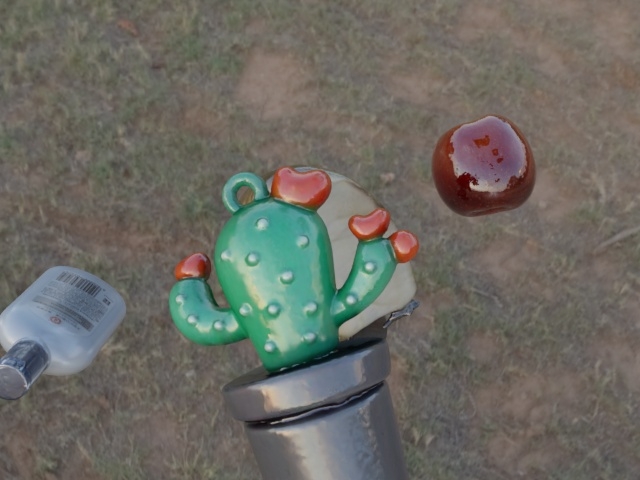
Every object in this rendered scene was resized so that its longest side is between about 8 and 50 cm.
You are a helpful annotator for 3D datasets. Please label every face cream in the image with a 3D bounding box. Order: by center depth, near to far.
[{"bbox_3d":[-0.376,0.129,1.150,0.144,0.071,0.291,28,20,-7],"label":"face cream"}]

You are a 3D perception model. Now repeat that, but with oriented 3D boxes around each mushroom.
[{"bbox_3d":[-0.026,-0.033,1.385,0.224,0.397,0.314,-35,50,-9],"label":"mushroom"}]

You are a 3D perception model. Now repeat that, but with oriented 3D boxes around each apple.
[{"bbox_3d":[0.342,-0.152,1.707,0.218,0.218,0.201,-14,85,-17],"label":"apple"}]

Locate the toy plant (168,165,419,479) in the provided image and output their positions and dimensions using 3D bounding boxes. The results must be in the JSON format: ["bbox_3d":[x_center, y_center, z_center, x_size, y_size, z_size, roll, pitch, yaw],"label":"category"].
[{"bbox_3d":[-0.031,0.117,0.885,0.185,0.279,0.400,-17,91,-49],"label":"toy plant"}]

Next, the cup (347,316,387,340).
[{"bbox_3d":[0.032,0.207,1.610,0.166,0.177,0.239,-4,79,28],"label":"cup"}]
